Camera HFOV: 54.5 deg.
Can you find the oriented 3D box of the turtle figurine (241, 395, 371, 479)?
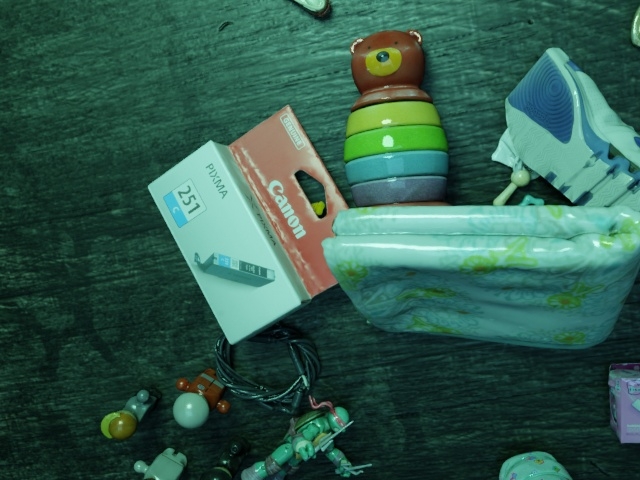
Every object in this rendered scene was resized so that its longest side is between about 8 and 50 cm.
[{"bbox_3d":[-0.015,0.353,1.049,0.234,0.118,0.175,-38,134,16],"label":"turtle figurine"}]

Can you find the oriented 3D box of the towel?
[{"bbox_3d":[0.213,0.059,0.839,0.374,0.320,0.090,0,66,16],"label":"towel"}]

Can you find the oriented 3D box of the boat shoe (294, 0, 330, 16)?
[{"bbox_3d":[-0.043,-0.389,0.938,0.137,0.043,0.049,39,107,2],"label":"boat shoe"}]

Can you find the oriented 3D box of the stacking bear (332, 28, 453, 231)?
[{"bbox_3d":[0.105,-0.160,0.902,0.175,0.164,0.289,-4,90,18],"label":"stacking bear"}]

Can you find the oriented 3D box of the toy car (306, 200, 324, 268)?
[{"bbox_3d":[0.000,0.000,1.022,0.040,0.060,0.122,3,84,53],"label":"toy car"}]

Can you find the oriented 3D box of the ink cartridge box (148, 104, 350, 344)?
[{"bbox_3d":[-0.096,-0.029,0.977,0.261,0.066,0.296,-32,82,14],"label":"ink cartridge box"}]

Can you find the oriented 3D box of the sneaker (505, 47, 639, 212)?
[{"bbox_3d":[0.407,-0.115,0.875,0.127,0.182,0.315,-50,58,46],"label":"sneaker"}]

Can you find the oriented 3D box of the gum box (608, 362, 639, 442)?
[{"bbox_3d":[0.542,0.249,0.955,0.188,0.062,0.107,-3,100,10],"label":"gum box"}]

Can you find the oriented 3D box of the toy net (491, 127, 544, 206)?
[{"bbox_3d":[0.322,-0.062,0.940,0.122,0.045,0.232,-3,100,11],"label":"toy net"}]

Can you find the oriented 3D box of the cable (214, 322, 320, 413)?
[{"bbox_3d":[-0.096,0.208,1.064,0.184,0.047,0.150,29,104,4],"label":"cable"}]

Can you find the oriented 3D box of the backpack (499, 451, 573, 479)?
[{"bbox_3d":[0.353,0.435,0.994,0.152,0.115,0.182,-17,112,-2],"label":"backpack"}]

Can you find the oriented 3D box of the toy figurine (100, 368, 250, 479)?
[{"bbox_3d":[-0.243,0.346,1.065,0.209,0.148,0.213,-14,99,12],"label":"toy figurine"}]

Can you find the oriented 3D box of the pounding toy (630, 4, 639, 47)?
[{"bbox_3d":[0.517,-0.289,0.804,0.154,0.155,0.269,-37,91,12],"label":"pounding toy"}]
